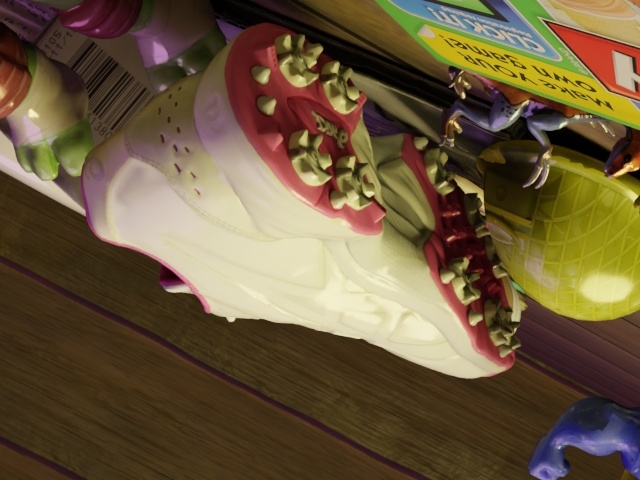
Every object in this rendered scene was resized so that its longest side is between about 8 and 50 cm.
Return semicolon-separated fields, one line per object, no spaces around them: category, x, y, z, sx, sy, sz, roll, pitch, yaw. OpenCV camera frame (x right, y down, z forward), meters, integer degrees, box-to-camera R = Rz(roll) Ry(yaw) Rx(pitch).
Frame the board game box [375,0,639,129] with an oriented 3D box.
board game box;0.093;-0.058;0.258;0.317;0.046;0.213;26;173;42

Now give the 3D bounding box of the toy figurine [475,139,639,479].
toy figurine;0.203;0.123;0.751;0.362;0.217;0.191;28;177;-29

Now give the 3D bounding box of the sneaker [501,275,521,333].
sneaker;0.114;0.043;1.353;0.153;0.099;0.282;37;179;-39

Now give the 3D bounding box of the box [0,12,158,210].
box;-0.091;-0.055;1.110;0.148;0.121;0.311;40;-177;23

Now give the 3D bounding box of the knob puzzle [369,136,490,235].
knob puzzle;0.069;-0.036;1.097;0.213;0.030;0.213;29;177;2

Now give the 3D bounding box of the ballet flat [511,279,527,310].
ballet flat;0.045;0.027;1.591;0.348;0.123;0.123;27;177;15

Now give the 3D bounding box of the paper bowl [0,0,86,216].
paper bowl;-0.237;-0.120;1.339;0.284;0.148;0.284;29;177;2

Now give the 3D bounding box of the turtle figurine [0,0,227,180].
turtle figurine;-0.151;-0.084;0.680;0.275;0.198;0.266;31;-177;30

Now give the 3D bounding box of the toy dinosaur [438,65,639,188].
toy dinosaur;0.086;-0.051;0.595;0.082;0.047;0.090;3;152;36

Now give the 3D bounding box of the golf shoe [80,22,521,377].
golf shoe;0.000;0.000;0.795;0.140;0.115;0.306;-22;143;24

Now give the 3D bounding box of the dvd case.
dvd case;0.036;-0.074;0.841;0.221;0.018;0.164;27;177;27
